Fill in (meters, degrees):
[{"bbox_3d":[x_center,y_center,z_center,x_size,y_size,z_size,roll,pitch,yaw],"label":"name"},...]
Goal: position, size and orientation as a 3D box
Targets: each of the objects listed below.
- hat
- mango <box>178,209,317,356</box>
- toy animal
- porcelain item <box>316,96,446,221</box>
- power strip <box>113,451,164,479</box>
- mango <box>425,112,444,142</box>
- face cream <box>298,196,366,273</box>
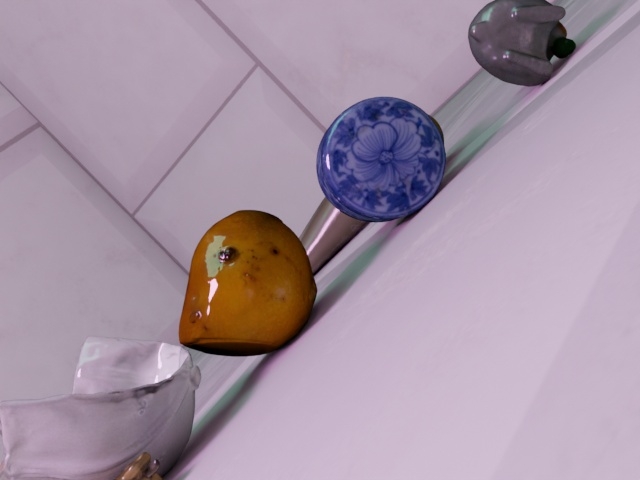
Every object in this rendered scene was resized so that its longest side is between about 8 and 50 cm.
[{"bbox_3d":[-0.241,0.245,1.086,0.258,0.168,0.301,-49,-21,-78],"label":"hat"},{"bbox_3d":[-0.070,0.049,1.198,0.236,0.136,0.166,48,-136,-74],"label":"mango"},{"bbox_3d":[0.249,-0.257,1.327,0.236,0.138,0.108,-78,0,-79],"label":"toy animal"},{"bbox_3d":[0.070,-0.095,1.237,0.147,0.147,0.114,-45,3,-3],"label":"porcelain item"},{"bbox_3d":[-0.242,0.303,0.985,0.305,0.044,0.064,-45,2,19],"label":"power strip"},{"bbox_3d":[0.102,-0.106,1.415,0.251,0.114,0.156,-25,-28,-57],"label":"mango"},{"bbox_3d":[0.000,0.000,1.695,0.341,0.084,0.137,-51,10,18],"label":"face cream"}]
